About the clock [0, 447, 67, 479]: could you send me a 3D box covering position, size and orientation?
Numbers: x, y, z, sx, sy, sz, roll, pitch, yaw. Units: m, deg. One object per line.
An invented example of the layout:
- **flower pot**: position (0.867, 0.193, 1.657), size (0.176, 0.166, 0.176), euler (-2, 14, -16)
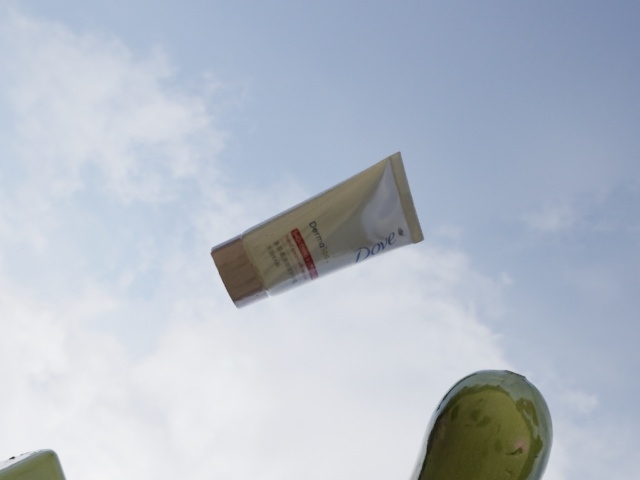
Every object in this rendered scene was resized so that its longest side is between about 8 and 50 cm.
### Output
- **clock**: position (-0.292, 0.233, 0.528), size (0.202, 0.143, 0.096), euler (-22, -96, 23)

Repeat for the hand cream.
- **hand cream**: position (0.000, 0.000, 0.846), size (0.248, 0.133, 0.083), euler (-25, -142, -1)

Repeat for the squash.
- **squash**: position (0.081, 0.202, 0.490), size (0.083, 0.083, 0.250), euler (29, -82, 28)
